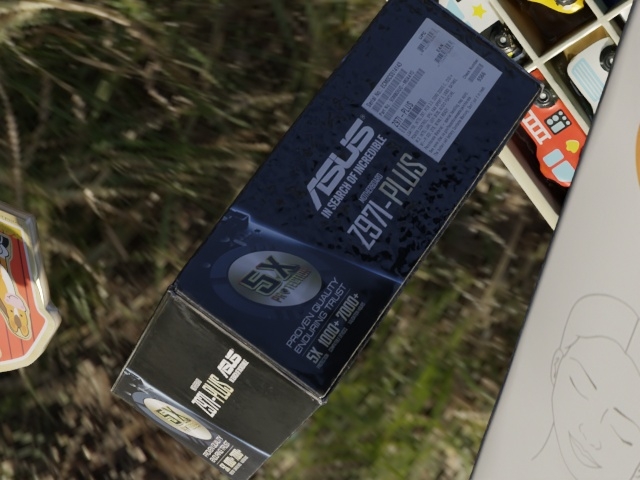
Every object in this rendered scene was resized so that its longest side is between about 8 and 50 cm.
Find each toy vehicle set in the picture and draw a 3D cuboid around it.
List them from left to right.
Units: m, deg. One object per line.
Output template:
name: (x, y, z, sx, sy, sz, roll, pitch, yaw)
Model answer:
toy vehicle set: (0.176, -0.088, 1.096, 0.166, 0.035, 0.267, -34, 97, 28)

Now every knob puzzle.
knob puzzle: (-0.288, 0.036, 1.515, 0.030, 0.213, 0.213, -46, 110, -40)

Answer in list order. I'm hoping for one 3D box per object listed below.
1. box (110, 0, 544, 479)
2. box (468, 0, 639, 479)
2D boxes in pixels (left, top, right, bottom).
box: (0.000, 0.000, 0.835, 0.077, 0.147, 0.180, 36, 66, 0)
box: (0.180, 0.084, 0.584, 0.168, 0.215, 0.345, -19, 141, -31)
